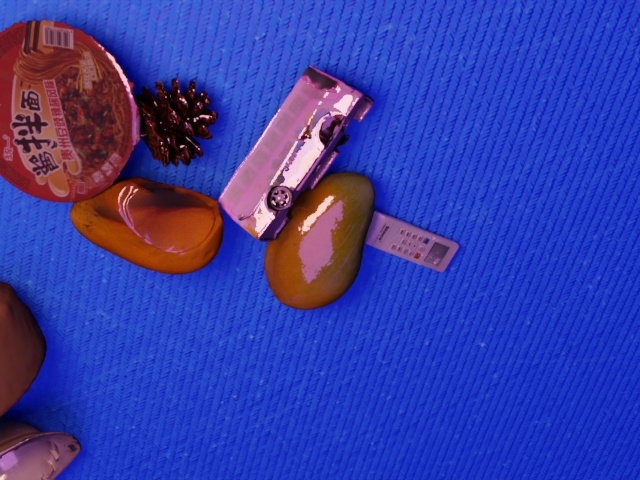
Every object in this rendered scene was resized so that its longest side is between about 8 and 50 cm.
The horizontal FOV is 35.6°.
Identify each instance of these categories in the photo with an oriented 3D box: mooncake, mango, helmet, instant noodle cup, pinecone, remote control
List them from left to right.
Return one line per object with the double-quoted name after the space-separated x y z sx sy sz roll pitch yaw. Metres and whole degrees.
-0.588 0.189 1.593 0.285 0.284 0.155 -24 116 10 "mooncake"
-0.573 0.385 1.784 0.257 0.137 0.204 -42 150 1 "helmet"
-0.385 -0.199 1.492 0.274 0.090 0.273 4 110 11 "instant noodle cup"
-0.271 -0.026 1.560 0.236 0.166 0.136 17 87 -13 "mango"
-0.218 -0.180 1.507 0.121 0.140 0.140 -37 116 -15 "pinecone"
0.000 0.000 1.615 0.157 0.114 0.251 22 115 0 "mango"
0.148 0.000 1.670 0.162 0.029 0.061 21 117 -18 "remote control"

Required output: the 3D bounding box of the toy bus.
-0.039 -0.132 1.523 0.112 0.090 0.274 38 100 14 "toy bus"
